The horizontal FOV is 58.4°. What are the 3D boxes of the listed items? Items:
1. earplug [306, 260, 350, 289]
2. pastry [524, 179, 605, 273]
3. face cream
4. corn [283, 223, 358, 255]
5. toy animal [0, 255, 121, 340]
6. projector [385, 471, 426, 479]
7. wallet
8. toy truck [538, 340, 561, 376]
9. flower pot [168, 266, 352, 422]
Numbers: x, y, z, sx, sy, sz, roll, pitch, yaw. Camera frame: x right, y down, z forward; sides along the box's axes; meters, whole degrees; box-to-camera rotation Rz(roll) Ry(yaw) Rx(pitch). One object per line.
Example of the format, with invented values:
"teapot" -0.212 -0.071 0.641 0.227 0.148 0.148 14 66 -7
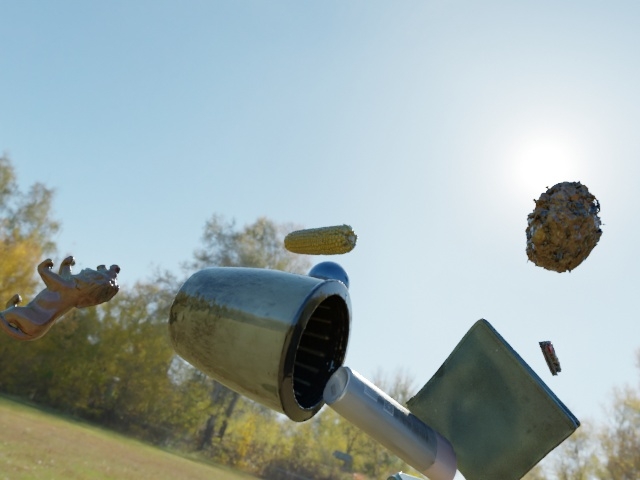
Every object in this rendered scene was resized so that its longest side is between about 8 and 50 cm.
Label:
"earplug" -0.014 0.157 1.412 0.132 0.132 0.273 23 -50 -8
"pastry" 0.682 -0.043 1.651 0.275 0.275 0.193 36 1 -34
"face cream" 0.129 0.330 1.020 0.269 0.073 0.107 38 18 -14
"corn" -0.003 0.002 1.758 0.260 0.091 0.091 -4 -76 42
"toy animal" -0.596 0.133 1.280 0.157 0.312 0.097 42 -30 12
"projector" 0.321 0.838 1.758 0.250 0.108 0.198 30 10 -33
"wallet" 0.305 0.326 1.073 0.251 0.054 0.290 49 -48 31
"toy truck" 0.459 0.232 1.147 0.024 0.032 0.083 -13 -72 38
"flower pot" -0.136 0.199 1.227 0.330 0.293 0.293 10 -24 27
